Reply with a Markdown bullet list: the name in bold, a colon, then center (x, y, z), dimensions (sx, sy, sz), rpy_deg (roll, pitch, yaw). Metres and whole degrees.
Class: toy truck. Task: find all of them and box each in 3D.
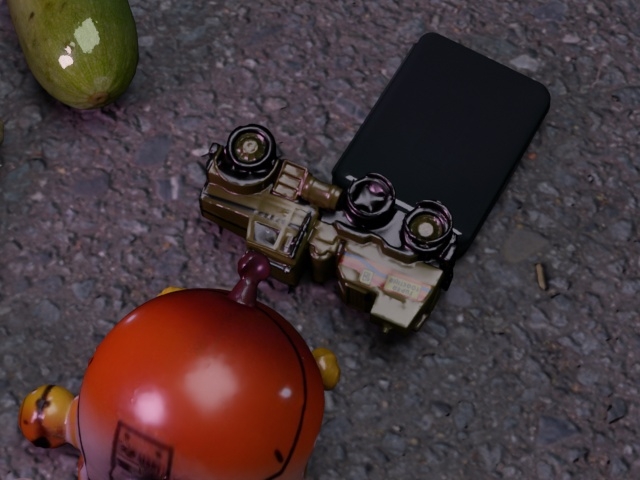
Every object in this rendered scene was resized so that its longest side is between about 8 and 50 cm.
- **toy truck**: center (0.000, -0.005, 1.805), dimensions (0.257, 0.127, 0.127), rpy_deg (27, 72, 10)

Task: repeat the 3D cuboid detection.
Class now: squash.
- **squash**: center (-0.278, -0.288, 1.946), dimensions (0.118, 0.118, 0.371), rpy_deg (-13, 57, -16)

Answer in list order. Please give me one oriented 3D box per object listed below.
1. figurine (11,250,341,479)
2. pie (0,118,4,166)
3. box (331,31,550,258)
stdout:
- **figurine**: center (-0.122, 0.175, 1.623), dimensions (0.320, 0.196, 0.323), rpy_deg (23, 63, 18)
- **pie**: center (-0.471, -0.093, 1.812), dimensions (0.339, 0.083, 0.339), rpy_deg (3, 59, -4)
- **box**: center (0.124, -0.101, 1.921), dimensions (0.160, 0.050, 0.230), rpy_deg (27, 58, 8)
